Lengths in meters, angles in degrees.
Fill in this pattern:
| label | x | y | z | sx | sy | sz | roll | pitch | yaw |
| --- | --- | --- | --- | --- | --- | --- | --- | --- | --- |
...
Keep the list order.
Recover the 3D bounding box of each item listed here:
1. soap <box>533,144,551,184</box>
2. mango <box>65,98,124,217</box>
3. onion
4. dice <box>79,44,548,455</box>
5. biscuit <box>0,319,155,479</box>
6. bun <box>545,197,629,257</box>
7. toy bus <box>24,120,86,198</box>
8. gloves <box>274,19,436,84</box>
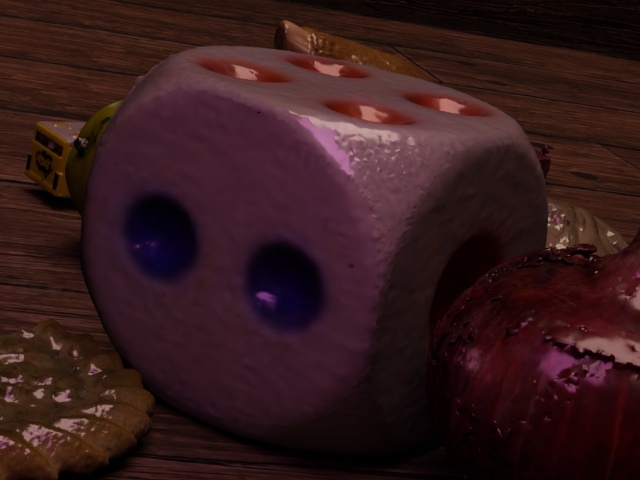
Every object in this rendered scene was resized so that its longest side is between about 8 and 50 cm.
| label | x | y | z | sx | sy | sz | roll | pitch | yaw |
| --- | --- | --- | --- | --- | --- | --- | --- | --- | --- |
| soap | 0.131 | -0.090 | 1.884 | 0.250 | 0.099 | 0.162 | 17 | 16 | 18 |
| mango | -0.078 | -0.030 | 1.455 | 0.293 | 0.143 | 0.175 | 19 | 7 | -13 |
| onion | 0.194 | 0.087 | 1.074 | 0.252 | 0.219 | 0.252 | 19 | 18 | -6 |
| dice | 0.000 | 0.000 | 1.206 | 0.251 | 0.243 | 0.259 | 20 | 20 | 29 |
| biscuit | -0.207 | 0.103 | 1.056 | 0.187 | 0.036 | 0.273 | 23 | 19 | 35 |
| bun | 0.187 | 0.015 | 1.517 | 0.210 | 0.116 | 0.237 | 11 | 14 | 0 |
| toy bus | -0.174 | -0.075 | 1.648 | 0.226 | 0.074 | 0.081 | -1 | 19 | -36 |
| gloves | 0.029 | -0.085 | 1.596 | 0.356 | 0.203 | 0.155 | 13 | 17 | -19 |
